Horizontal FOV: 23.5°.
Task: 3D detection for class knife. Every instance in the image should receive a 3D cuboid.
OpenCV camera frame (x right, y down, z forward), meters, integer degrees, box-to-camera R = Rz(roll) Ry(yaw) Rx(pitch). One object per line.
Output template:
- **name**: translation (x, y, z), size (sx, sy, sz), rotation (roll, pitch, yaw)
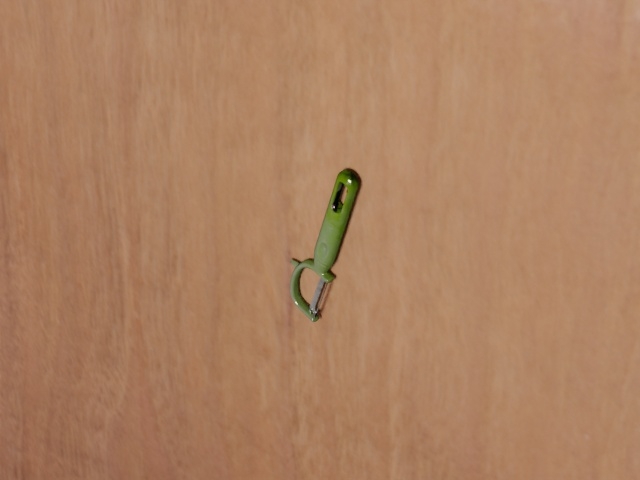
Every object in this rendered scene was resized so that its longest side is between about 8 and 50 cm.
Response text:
- **knife**: translation (0.001, 0.000, 1.510), size (0.054, 0.015, 0.212), rotation (45, 144, 21)
